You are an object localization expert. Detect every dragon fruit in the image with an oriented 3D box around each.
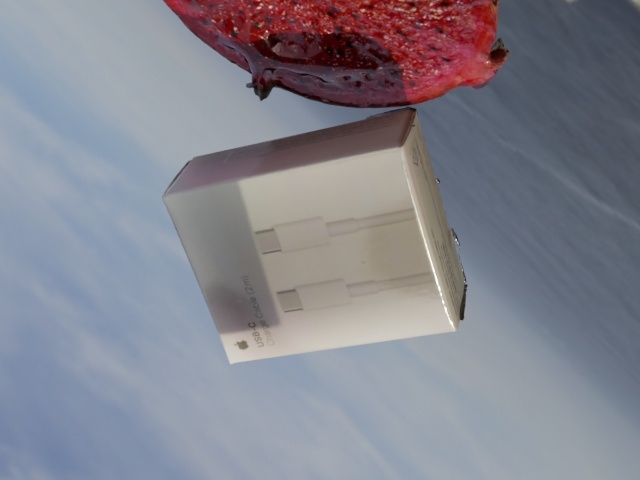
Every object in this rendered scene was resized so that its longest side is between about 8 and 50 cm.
[{"bbox_3d":[0.024,-0.314,0.987,0.386,0.249,0.371,26,154,-12],"label":"dragon fruit"}]

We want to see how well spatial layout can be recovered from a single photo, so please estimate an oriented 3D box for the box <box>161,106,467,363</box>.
[{"bbox_3d":[0.000,0.000,1.001,0.106,0.251,0.203,-66,-38,-58],"label":"box"}]
